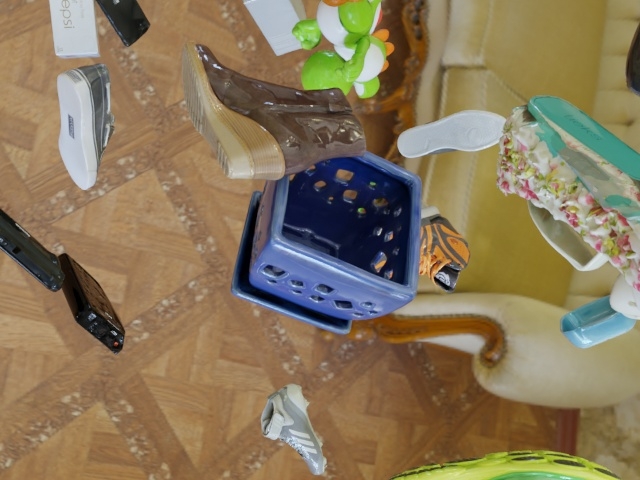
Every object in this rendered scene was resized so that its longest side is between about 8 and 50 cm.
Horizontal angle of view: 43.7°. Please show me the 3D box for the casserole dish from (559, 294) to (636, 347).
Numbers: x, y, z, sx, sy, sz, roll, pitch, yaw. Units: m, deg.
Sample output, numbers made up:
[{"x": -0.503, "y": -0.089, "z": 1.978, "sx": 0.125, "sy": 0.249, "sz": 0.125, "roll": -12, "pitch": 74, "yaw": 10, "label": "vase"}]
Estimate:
[{"x": 0.426, "y": 0.122, "z": 1.218, "sx": 0.037, "sy": 0.114, "sz": 0.188, "roll": 65, "pitch": 16, "yaw": 3, "label": "casserole dish"}]

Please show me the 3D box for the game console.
[{"x": -0.477, "y": 0.049, "z": 1.409, "sx": 0.044, "sy": 0.213, "sz": 0.361, "roll": -41, "pitch": 128, "yaw": -5, "label": "game console"}]

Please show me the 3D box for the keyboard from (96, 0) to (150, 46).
[{"x": -0.389, "y": -0.467, "z": 1.500, "sx": 0.100, "sy": 0.038, "sz": 0.192, "roll": -49, "pitch": 129, "yaw": -30, "label": "keyboard"}]

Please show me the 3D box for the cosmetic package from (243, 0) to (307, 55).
[{"x": -0.103, "y": -0.545, "z": 1.835, "sx": 0.238, "sy": 0.107, "sz": 0.127, "roll": 44, "pitch": 33, "yaw": -65, "label": "cosmetic package"}]

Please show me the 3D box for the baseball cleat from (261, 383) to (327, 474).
[{"x": -0.059, "y": 0.386, "z": 1.579, "sx": 0.109, "sy": 0.072, "sz": 0.205, "roll": -23, "pitch": 104, "yaw": -24, "label": "baseball cleat"}]

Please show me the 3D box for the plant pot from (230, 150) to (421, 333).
[{"x": 0.000, "y": 0.000, "z": 1.215, "sx": 0.236, "sy": 0.212, "sz": 0.236, "roll": 22, "pitch": 51, "yaw": -18, "label": "plant pot"}]

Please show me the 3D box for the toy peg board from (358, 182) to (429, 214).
[{"x": 0.152, "y": -0.064, "z": 1.930, "sx": 0.079, "sy": 0.161, "sz": 0.160, "roll": -1, "pitch": 40, "yaw": -52, "label": "toy peg board"}]

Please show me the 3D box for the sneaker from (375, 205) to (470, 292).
[{"x": 0.208, "y": 0.045, "z": 1.718, "sx": 0.321, "sy": 0.124, "sz": 0.180, "roll": -29, "pitch": 63, "yaw": -34, "label": "sneaker"}]

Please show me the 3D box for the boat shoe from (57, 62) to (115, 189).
[{"x": -0.464, "y": -0.229, "z": 1.616, "sx": 0.108, "sy": 0.301, "sz": 0.102, "roll": 40, "pitch": 52, "yaw": 24, "label": "boat shoe"}]

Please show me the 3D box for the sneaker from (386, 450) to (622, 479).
[{"x": 0.221, "y": 0.328, "z": 0.979, "sx": 0.109, "sy": 0.296, "sz": 0.123, "roll": 25, "pitch": 55, "yaw": -78, "label": "sneaker"}]

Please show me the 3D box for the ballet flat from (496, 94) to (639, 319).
[{"x": 0.186, "y": -0.002, "z": 0.475, "sx": 0.091, "sy": 0.241, "sz": 0.077, "roll": 0, "pitch": 126, "yaw": -27, "label": "ballet flat"}]

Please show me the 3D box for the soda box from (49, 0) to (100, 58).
[{"x": -0.427, "y": -0.426, "z": 1.371, "sx": 0.074, "sy": 0.069, "sz": 0.216, "roll": -6, "pitch": 99, "yaw": -12, "label": "soda box"}]

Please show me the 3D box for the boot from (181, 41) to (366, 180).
[{"x": -0.071, "y": -0.191, "z": 1.122, "sx": 0.207, "sy": 0.090, "sz": 0.248, "roll": -14, "pitch": 62, "yaw": -24, "label": "boot"}]

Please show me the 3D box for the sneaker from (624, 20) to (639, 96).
[{"x": 0.414, "y": -0.287, "z": 0.851, "sx": 0.283, "sy": 0.107, "sz": 0.124, "roll": -56, "pitch": 148, "yaw": 3, "label": "sneaker"}]

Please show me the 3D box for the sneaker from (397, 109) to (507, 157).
[{"x": 0.360, "y": -0.283, "z": 2.075, "sx": 0.147, "sy": 0.296, "sz": 0.104, "roll": -26, "pitch": 105, "yaw": -57, "label": "sneaker"}]

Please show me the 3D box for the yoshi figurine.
[{"x": 0.024, "y": -0.392, "z": 1.573, "sx": 0.362, "sy": 0.203, "sz": 0.203, "roll": 67, "pitch": 35, "yaw": -58, "label": "yoshi figurine"}]
